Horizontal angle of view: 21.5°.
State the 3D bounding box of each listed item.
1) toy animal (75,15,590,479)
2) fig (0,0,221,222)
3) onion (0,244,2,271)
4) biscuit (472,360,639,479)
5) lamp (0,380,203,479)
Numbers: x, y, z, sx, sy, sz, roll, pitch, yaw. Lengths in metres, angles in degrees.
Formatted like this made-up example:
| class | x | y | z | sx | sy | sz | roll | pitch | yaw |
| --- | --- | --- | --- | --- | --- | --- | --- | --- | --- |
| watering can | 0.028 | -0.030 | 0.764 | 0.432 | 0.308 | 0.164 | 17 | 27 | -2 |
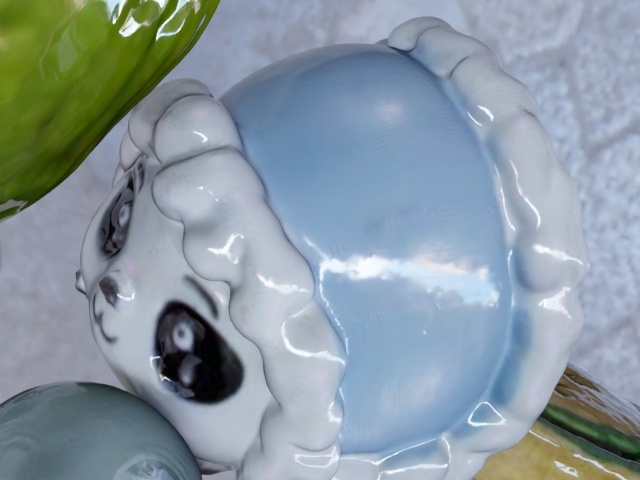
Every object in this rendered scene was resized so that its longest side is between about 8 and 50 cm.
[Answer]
| class | x | y | z | sx | sy | sz | roll | pitch | yaw |
| --- | --- | --- | --- | --- | --- | --- | --- | --- | --- |
| toy animal | 0.000 | 0.000 | 0.730 | 0.204 | 0.208 | 0.156 | -14 | 143 | -20 |
| fig | -0.094 | -0.124 | 0.540 | 0.314 | 0.233 | 0.233 | -15 | 126 | -6 |
| onion | -0.401 | 0.025 | 1.272 | 0.347 | 0.385 | 0.348 | -5 | 105 | -20 |
| biscuit | 0.089 | 0.074 | 0.947 | 0.057 | 0.343 | 0.287 | -61 | -176 | 8 |
| lamp | -0.095 | 0.107 | 0.665 | 0.105 | 0.105 | 0.105 | -26 | 128 | -40 |
